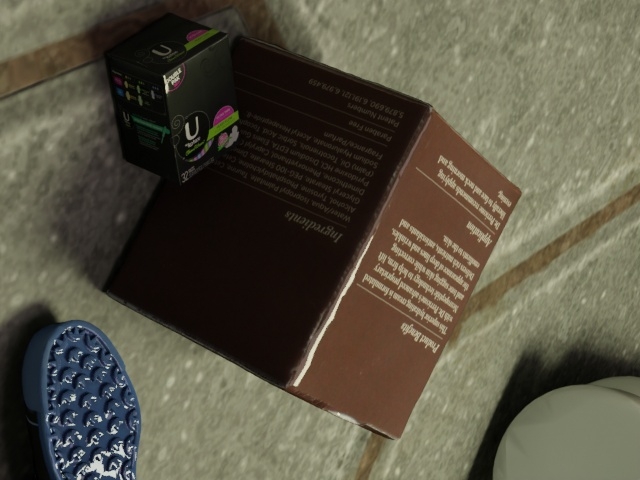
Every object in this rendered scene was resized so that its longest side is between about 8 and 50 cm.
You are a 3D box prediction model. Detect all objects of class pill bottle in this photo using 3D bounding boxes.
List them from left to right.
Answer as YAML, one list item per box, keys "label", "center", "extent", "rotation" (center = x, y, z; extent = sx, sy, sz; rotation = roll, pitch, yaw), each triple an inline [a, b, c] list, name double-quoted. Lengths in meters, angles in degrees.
- label: "pill bottle"
  center: [0.349, 0.262, 1.711]
  extent: [0.392, 0.224, 0.224]
  rotation: [17, 96, -57]

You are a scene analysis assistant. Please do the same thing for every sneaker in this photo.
- label: "sneaker"
  center: [-0.164, 0.162, 1.074]
  extent: [0.081, 0.090, 0.232]
  rotation: [-24, 108, -44]

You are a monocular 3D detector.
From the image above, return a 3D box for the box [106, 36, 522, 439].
- label: "box"
  center: [0.000, 0.000, 1.107]
  extent: [0.203, 0.167, 0.168]
  rotation: [-62, 147, -5]

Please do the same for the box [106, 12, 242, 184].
- label: "box"
  center: [-0.091, -0.090, 1.028]
  extent: [0.062, 0.052, 0.083]
  rotation: [-39, 138, -36]
